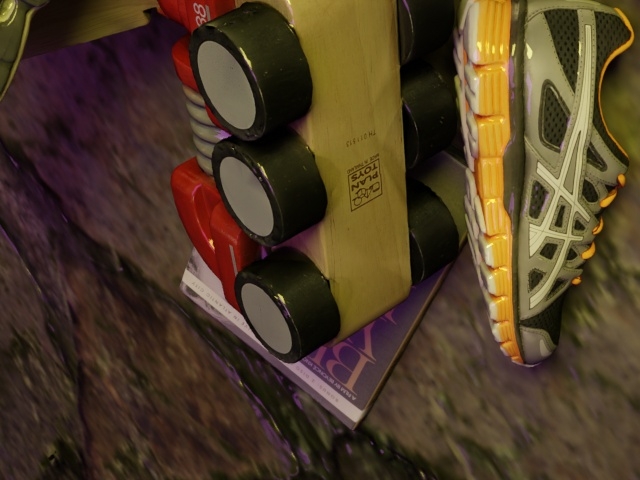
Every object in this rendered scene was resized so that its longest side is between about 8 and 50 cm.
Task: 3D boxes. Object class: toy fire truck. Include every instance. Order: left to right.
[{"bbox_3d":[-0.066,-0.072,0.592,0.246,0.158,0.217,35,145,40],"label":"toy fire truck"}]

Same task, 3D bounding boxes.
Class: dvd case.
[{"bbox_3d":[0.000,0.000,0.693,0.164,0.018,0.221,37,128,16],"label":"dvd case"}]

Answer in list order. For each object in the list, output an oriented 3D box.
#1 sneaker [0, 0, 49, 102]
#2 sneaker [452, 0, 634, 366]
[{"bbox_3d":[-0.168,-0.166,0.526,0.275,0.107,0.110,-53,37,1],"label":"sneaker"},{"bbox_3d":[0.117,-0.025,0.556,0.083,0.084,0.215,-8,122,0],"label":"sneaker"}]
